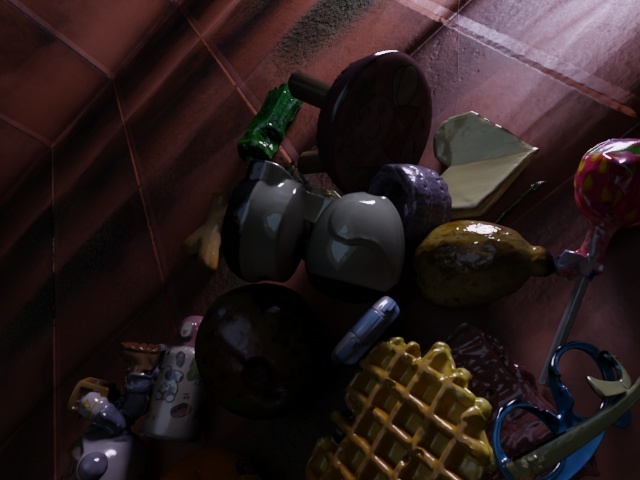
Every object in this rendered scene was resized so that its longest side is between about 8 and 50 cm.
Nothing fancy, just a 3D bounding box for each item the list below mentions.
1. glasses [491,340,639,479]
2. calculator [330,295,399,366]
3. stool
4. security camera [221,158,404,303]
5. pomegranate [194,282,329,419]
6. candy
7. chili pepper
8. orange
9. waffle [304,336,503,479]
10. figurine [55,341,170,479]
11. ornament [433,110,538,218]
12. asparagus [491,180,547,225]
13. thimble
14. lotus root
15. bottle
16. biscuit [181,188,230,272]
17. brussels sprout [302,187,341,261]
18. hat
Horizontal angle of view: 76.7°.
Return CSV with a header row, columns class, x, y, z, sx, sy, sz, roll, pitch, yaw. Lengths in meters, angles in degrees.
class,x,y,z,sx,sy,sz,roll,pitch,yaw
glasses,0.291,0.155,0.447,0.239,0.207,0.102,-24,38,-31
calculator,0.066,0.153,0.656,0.121,0.210,0.039,-43,77,-14
stool,0.071,-0.228,0.794,0.178,0.272,0.272,31,86,44
security camera,0.000,0.000,0.668,0.277,0.197,0.191,13,81,12
pomegranate,-0.110,0.204,0.758,0.306,0.242,0.242,130,156,-70
candy,0.379,0.033,0.566,0.124,0.124,0.365,21,91,40
chili pepper,-0.143,-0.296,1.090,0.136,0.099,0.270,9,68,28
orange,-0.186,0.462,0.666,0.219,0.193,0.219,-11,52,15
waffle,0.084,0.272,0.517,0.283,0.065,0.309,-28,41,29
figurine,-0.446,0.411,0.857,0.186,0.261,0.382,10,78,-4
ornament,0.295,-0.140,0.734,0.180,0.059,0.201,-6,66,31
asparagus,0.336,-0.063,0.689,0.015,0.014,0.114,46,98,7
thimble,0.154,-0.060,0.728,0.150,0.097,0.150,4,94,58
lotus root,0.239,0.034,0.627,0.214,0.138,0.138,-12,60,36
bottle,-0.289,0.290,0.872,0.120,0.120,0.253,-7,63,32
biscuit,-0.286,-0.035,1.089,0.164,0.047,0.208,26,84,42
brussels sprout,0.006,-0.022,0.830,0.149,0.122,0.152,26,84,15
hat,0.181,0.275,0.559,0.286,0.107,0.237,-41,48,8
